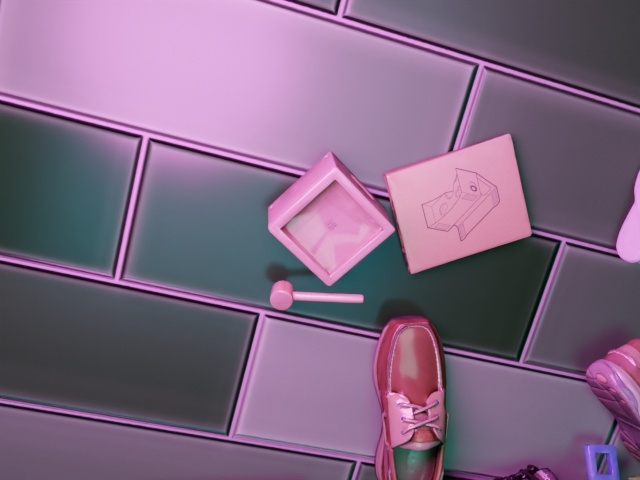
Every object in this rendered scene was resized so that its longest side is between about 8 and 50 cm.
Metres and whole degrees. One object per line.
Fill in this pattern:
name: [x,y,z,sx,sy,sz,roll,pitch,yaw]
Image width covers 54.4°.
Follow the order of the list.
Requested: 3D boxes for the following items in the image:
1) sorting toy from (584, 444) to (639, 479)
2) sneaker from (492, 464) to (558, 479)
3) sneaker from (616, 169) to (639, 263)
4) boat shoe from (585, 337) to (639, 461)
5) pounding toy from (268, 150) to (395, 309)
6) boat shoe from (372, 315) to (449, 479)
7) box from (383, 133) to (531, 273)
sorting toy: [0.484,0.509,1.002,0.195,0.047,0.348,23,65,-15]
sneaker: [0.330,0.439,1.055,0.275,0.098,0.135,17,101,-14]
sneaker: [0.547,-0.061,0.980,0.094,0.080,0.212,10,110,-22]
boat shoe: [0.570,0.297,1.044,0.116,0.123,0.324,-41,114,-10]
pounding toy: [0.002,0.010,0.909,0.206,0.094,0.181,-41,111,13]
boat shoe: [0.152,0.282,0.978,0.122,0.120,0.324,-5,105,-7]
box: [0.211,-0.055,0.953,0.201,0.021,0.165,-18,106,-3]
